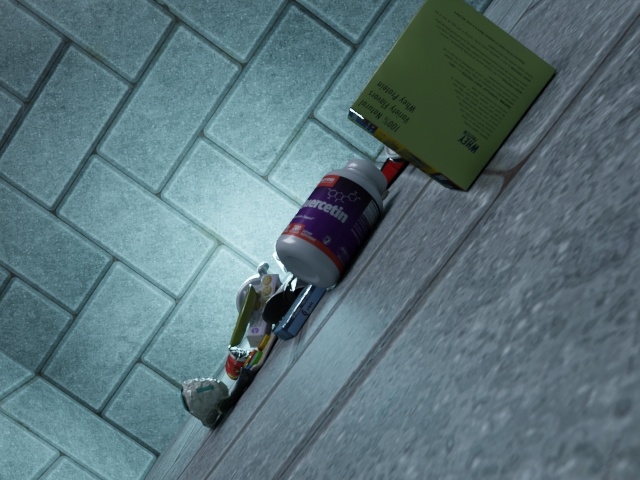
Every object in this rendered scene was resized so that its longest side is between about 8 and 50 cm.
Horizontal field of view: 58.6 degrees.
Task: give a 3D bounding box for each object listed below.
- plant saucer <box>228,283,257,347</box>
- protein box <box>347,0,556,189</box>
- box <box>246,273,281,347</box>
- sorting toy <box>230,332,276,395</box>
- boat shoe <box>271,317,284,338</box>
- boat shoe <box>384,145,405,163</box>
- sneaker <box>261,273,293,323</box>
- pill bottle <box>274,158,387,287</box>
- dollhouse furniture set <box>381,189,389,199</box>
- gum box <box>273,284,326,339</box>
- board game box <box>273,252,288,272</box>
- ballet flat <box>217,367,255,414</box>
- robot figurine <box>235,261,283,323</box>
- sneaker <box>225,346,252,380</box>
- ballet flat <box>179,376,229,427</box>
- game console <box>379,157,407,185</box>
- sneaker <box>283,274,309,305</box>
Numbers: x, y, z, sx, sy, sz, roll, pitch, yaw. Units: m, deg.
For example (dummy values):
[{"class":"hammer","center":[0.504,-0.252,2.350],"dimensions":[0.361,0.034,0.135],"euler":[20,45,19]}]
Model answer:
[{"class":"plant saucer","center":[-0.275,0.276,2.049],"dimensions":[0.241,0.037,0.240],"euler":[-160,90,-82]},{"class":"protein box","center":[0.178,-0.210,0.828],"dimensions":[0.201,0.200,0.136],"euler":[-54,2,5]},{"class":"box","center":[-0.198,0.244,2.044],"dimensions":[0.324,0.067,0.063],"euler":[-80,-17,-52]},{"class":"sorting toy","center":[-0.206,0.377,1.813],"dimensions":[0.193,0.038,0.208],"euler":[-52,3,35]},{"class":"boat shoe","center":[-0.108,0.250,1.696],"dimensions":[0.125,0.038,0.046],"euler":[-51,4,48]},{"class":"boat shoe","center":[0.272,-0.302,1.561],"dimensions":[0.114,0.091,0.302],"euler":[11,53,37]},{"class":"sneaker","center":[-0.128,0.214,1.991],"dimensions":[0.270,0.090,0.145],"euler":[-52,0,-38]},{"class":"pill bottle","center":[0.038,-0.051,1.440],"dimensions":[0.322,0.182,0.181],"euler":[-56,3,-23]},{"class":"dollhouse furniture set","center":[0.096,-0.086,1.701],"dimensions":[0.181,0.101,0.161],"euler":[-55,3,-20]},{"class":"gum box","center":[-0.058,0.191,1.547],"dimensions":[0.157,0.041,0.184],"euler":[-55,2,-19]},{"class":"board game box","center":[-0.048,0.021,2.109],"dimensions":[0.224,0.097,0.303],"euler":[-32,-2,-11]},{"class":"ballet flat","center":[-0.257,0.447,1.693],"dimensions":[0.173,0.049,0.057],"euler":[-54,2,10]},{"class":"robot figurine","center":[-0.239,0.239,2.340],"dimensions":[0.353,0.200,0.299],"euler":[179,98,-87]},{"class":"sneaker","center":[-0.302,0.460,2.109],"dimensions":[0.279,0.107,0.118],"euler":[131,154,-76]},{"class":"ballet flat","center":[-0.349,0.506,1.803],"dimensions":[0.147,0.147,0.409],"euler":[-55,-6,-20]},{"class":"game console","center":[0.251,-0.266,1.904],"dimensions":[0.386,0.060,0.342],"euler":[-56,-2,-45]},{"class":"sneaker","center":[-0.072,0.158,1.759],"dimensions":[0.222,0.083,0.118],"euler":[-50,5,44]}]
